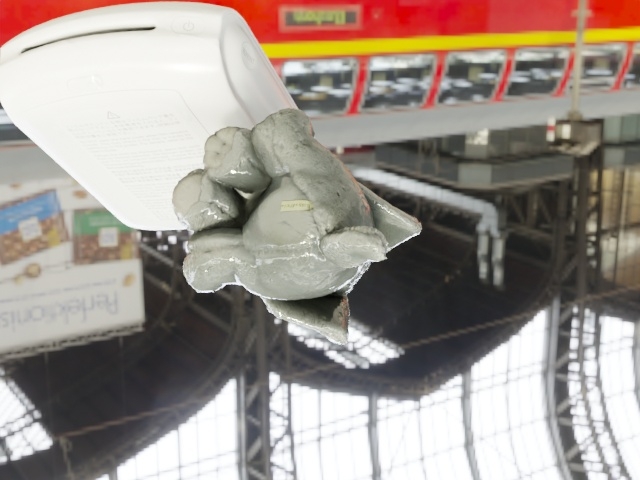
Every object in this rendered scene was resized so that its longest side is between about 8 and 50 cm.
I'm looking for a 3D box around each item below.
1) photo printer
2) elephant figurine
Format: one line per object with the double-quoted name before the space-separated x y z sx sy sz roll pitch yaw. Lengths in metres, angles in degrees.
"photo printer" -0.156 -0.121 0.966 0.255 0.107 0.307 -4 154 19
"elephant figurine" 0.000 0.000 0.811 0.169 0.186 0.239 -25 151 17
